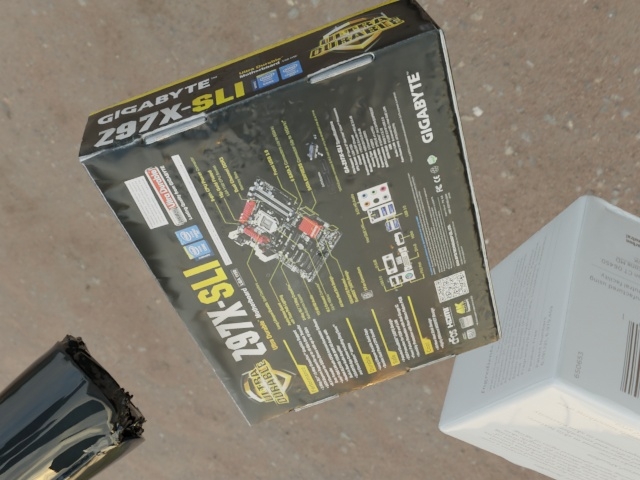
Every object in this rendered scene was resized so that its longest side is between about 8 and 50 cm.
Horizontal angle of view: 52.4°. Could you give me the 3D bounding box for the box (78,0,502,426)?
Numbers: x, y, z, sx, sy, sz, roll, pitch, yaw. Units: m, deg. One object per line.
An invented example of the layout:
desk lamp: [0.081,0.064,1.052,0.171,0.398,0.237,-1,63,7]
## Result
box: [0.000,0.000,0.543,0.257,0.079,0.322,-19,128,5]

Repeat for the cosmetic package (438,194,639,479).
cosmetic package: [0.451,0.197,1.091,0.329,0.327,0.394,23,151,-4]

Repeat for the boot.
boot: [-0.236,0.131,0.405,0.094,0.207,0.246,39,163,33]
